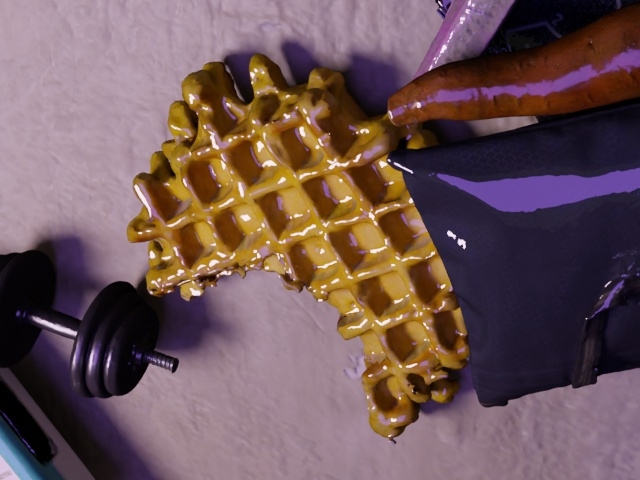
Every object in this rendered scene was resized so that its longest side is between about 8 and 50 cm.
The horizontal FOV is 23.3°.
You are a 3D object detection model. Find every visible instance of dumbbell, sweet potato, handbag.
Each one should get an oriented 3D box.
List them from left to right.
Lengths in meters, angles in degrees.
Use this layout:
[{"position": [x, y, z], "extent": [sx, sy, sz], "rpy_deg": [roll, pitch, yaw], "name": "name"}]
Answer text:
[{"position": [-0.207, 0.066, 1.232], "extent": [0.209, 0.099, 0.099], "rpy_deg": [18, 125, 16], "name": "dumbbell"}, {"position": [0.168, -0.107, 0.924], "extent": [0.265, 0.057, 0.057], "rpy_deg": [-18, 110, 18], "name": "sweet potato"}, {"position": [0.193, 0.006, 0.994], "extent": [0.254, 0.088, 0.211], "rpy_deg": [-12, 120, 15], "name": "handbag"}]

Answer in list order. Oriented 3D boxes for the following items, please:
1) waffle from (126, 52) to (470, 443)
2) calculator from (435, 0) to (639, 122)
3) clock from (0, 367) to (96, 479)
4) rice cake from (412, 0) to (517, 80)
[{"position": [0.000, 0.000, 1.112], "extent": [0.293, 0.069, 0.259], "rpy_deg": [28, 128, 7], "name": "waffle"}, {"position": [0.205, -0.172, 0.930], "extent": [0.166, 0.028, 0.274], "rpy_deg": [45, 127, -4], "name": "calculator"}, {"position": [-0.333, 0.173, 1.360], "extent": [0.231, 0.116, 0.262], "rpy_deg": [-30, 104, 31], "name": "clock"}, {"position": [0.106, -0.154, 0.943], "extent": [0.036, 0.047, 0.206], "rpy_deg": [31, 131, 0], "name": "rice cake"}]
